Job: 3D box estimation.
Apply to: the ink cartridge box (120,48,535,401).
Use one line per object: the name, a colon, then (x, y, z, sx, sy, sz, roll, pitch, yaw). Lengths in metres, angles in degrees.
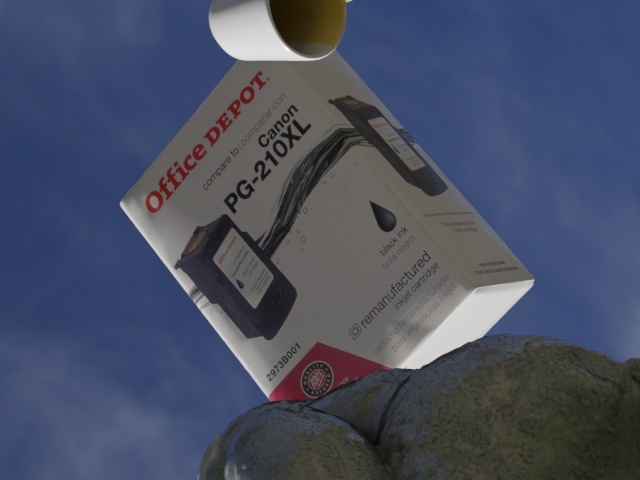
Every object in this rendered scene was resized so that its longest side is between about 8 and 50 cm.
ink cartridge box: (0.000, 0.000, 1.362, 0.237, 0.172, 0.100, 50, -156, 19)

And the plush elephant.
plush elephant: (0.065, 0.182, 0.735, 0.272, 0.330, 0.255, 28, -117, -3)

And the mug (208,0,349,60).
mug: (-0.024, -0.126, 1.126, 0.078, 0.064, 0.062, 21, -110, -42)

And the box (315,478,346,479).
box: (-0.016, 0.119, 0.493, 0.101, 0.087, 0.102, 1, -82, -33)
